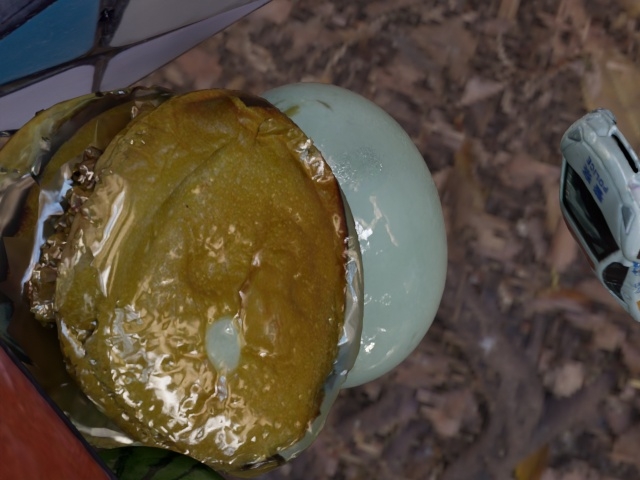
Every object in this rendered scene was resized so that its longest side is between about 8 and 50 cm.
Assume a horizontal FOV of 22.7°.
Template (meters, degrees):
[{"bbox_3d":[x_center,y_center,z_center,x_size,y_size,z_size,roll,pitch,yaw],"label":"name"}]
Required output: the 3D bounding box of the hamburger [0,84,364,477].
[{"bbox_3d":[-0.066,0.019,0.714,0.113,0.185,0.177,-7,92,42],"label":"hamburger"}]

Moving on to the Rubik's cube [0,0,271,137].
[{"bbox_3d":[-0.226,-0.266,1.209,0.305,0.310,0.307,-25,86,28],"label":"Rubik's cube"}]

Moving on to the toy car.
[{"bbox_3d":[0.183,-0.012,0.988,0.056,0.095,0.205,-29,157,4],"label":"toy car"}]

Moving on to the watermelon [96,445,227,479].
[{"bbox_3d":[-0.067,0.129,0.599,0.109,0.109,0.109,13,141,11],"label":"watermelon"}]

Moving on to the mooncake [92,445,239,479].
[{"bbox_3d":[-0.148,0.178,1.036,0.141,0.283,0.283,-28,126,10],"label":"mooncake"}]

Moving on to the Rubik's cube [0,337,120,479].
[{"bbox_3d":[-0.266,0.105,0.388,0.313,0.318,0.316,-35,105,9],"label":"Rubik's cube"}]

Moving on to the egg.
[{"bbox_3d":[0.000,0.000,1.282,0.202,0.203,0.283,7,138,18],"label":"egg"}]
